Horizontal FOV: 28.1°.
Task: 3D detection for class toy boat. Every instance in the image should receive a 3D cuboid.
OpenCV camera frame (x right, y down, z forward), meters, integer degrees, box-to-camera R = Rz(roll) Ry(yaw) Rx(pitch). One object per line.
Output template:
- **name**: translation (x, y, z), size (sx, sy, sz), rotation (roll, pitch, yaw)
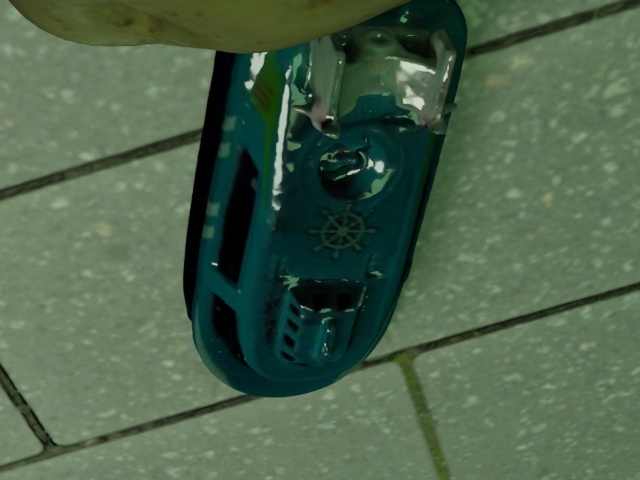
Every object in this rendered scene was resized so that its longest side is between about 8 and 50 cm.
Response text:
- **toy boat**: translation (0.000, 0.000, 0.712), size (0.134, 0.092, 0.299), rotation (-1, 132, -14)

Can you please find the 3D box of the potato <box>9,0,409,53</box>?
- **potato**: translation (-0.006, -0.199, 0.425), size (0.326, 0.243, 0.221), rotation (-22, 144, 15)
